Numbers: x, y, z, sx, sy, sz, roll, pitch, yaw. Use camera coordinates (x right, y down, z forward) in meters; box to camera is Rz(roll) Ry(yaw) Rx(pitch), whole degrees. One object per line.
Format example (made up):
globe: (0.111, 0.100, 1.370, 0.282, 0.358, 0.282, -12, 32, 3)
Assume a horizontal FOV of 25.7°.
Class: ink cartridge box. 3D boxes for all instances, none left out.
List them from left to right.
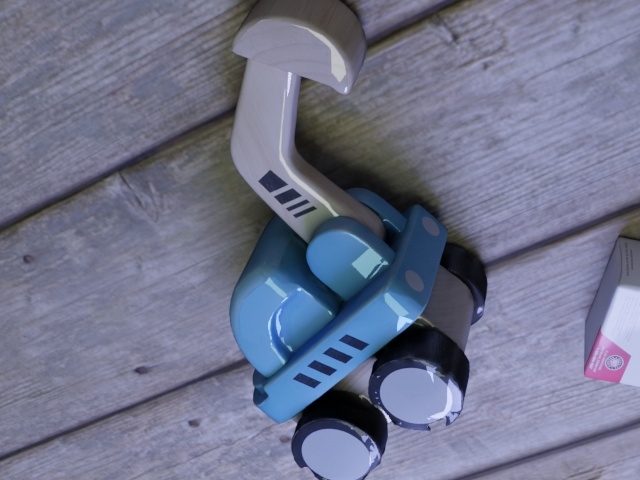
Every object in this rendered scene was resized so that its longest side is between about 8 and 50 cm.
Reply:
ink cartridge box: (0.430, 0.097, 1.622, 0.217, 0.092, 0.159, 12, 132, 1)

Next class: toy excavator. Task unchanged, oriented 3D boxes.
toy excavator: (0.000, 0.000, 1.547, 0.445, 0.222, 0.433, 39, 126, -13)
